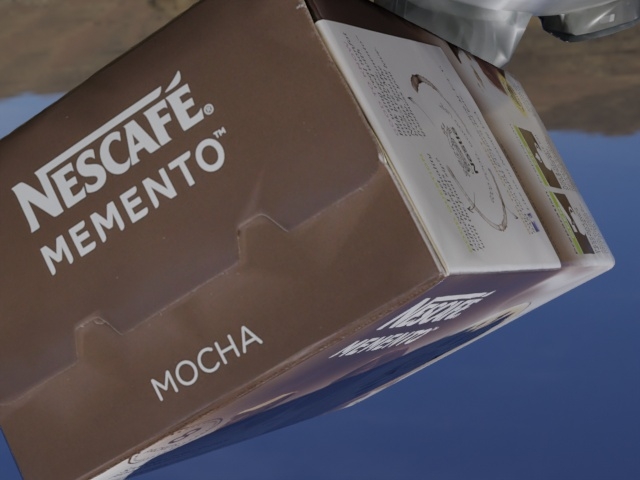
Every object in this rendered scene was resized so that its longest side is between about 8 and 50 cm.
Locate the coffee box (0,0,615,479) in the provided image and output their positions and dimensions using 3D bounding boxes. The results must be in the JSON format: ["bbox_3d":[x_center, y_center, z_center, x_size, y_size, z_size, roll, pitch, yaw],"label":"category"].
[{"bbox_3d":[0.000,0.000,0.561,0.168,0.119,0.297,-30,169,18],"label":"coffee box"}]

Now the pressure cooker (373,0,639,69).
[{"bbox_3d":[0.125,-0.306,0.752,0.369,0.376,0.420,-31,-177,4],"label":"pressure cooker"}]
